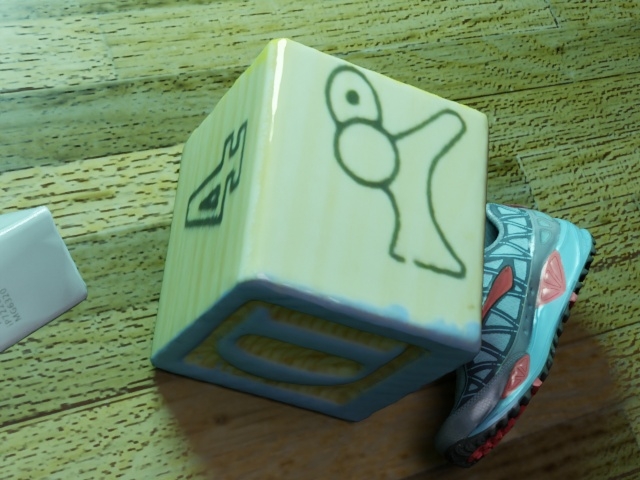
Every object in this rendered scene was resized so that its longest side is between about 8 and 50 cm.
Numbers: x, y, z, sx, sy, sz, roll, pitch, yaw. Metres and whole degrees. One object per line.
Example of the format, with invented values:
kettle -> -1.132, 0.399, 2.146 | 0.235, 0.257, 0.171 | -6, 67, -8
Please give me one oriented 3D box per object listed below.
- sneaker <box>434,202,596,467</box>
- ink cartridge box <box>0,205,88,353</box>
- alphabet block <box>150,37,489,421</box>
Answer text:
sneaker -> 0.133, 0.073, 1.078 | 0.125, 0.104, 0.262 | 27, 51, 5
ink cartridge box -> -0.294, 0.071, 0.711 | 0.239, 0.275, 0.060 | -34, 107, -36
alphabet block -> 0.000, 0.000, 0.960 | 0.192, 0.193, 0.197 | 19, 60, -22
